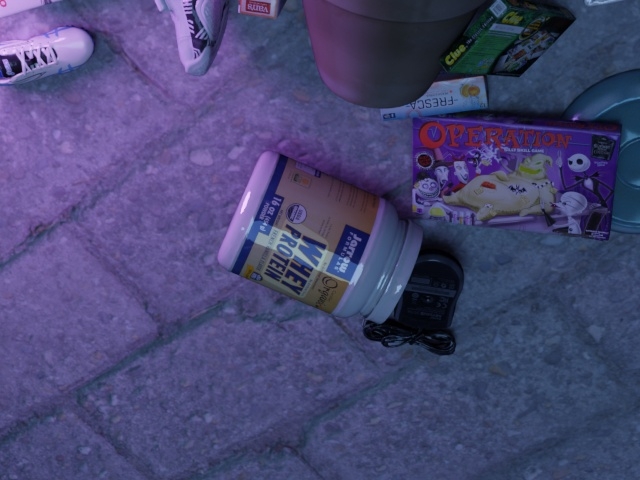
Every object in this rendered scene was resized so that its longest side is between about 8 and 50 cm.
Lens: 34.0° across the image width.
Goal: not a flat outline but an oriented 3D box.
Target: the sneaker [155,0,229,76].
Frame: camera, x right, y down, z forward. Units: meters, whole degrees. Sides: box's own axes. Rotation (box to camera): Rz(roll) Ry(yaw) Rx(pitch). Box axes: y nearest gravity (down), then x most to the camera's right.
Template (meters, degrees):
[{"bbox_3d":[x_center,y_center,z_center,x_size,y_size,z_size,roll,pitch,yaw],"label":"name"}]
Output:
[{"bbox_3d":[-0.260,-0.448,1.673,0.210,0.137,0.366,6,117,7],"label":"sneaker"}]

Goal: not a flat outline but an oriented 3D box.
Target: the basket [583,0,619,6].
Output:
[{"bbox_3d":[0.436,-0.453,1.565,0.113,0.103,0.167,-9,120,15],"label":"basket"}]

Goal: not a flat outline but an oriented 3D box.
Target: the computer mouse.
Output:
[{"bbox_3d":[0.193,0.101,1.980,0.188,0.072,0.272,12,135,-1],"label":"computer mouse"}]

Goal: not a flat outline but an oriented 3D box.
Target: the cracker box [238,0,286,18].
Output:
[{"bbox_3d":[-0.072,-0.478,1.605,0.067,0.156,0.232,10,122,4],"label":"cracker box"}]

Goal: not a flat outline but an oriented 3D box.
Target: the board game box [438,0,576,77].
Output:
[{"bbox_3d":[0.292,-0.309,1.607,0.136,0.259,0.030,-43,72,30],"label":"board game box"}]

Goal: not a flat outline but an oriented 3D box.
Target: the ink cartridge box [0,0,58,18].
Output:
[{"bbox_3d":[-0.460,-0.469,1.718,0.203,0.086,0.148,-11,119,17],"label":"ink cartridge box"}]

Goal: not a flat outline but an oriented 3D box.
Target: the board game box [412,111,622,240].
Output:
[{"bbox_3d":[0.330,-0.115,1.799,0.347,0.056,0.208,7,119,17],"label":"board game box"}]

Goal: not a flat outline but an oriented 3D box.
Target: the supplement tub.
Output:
[{"bbox_3d":[0.000,0.000,1.849,0.316,0.228,0.228,23,123,-5],"label":"supplement tub"}]

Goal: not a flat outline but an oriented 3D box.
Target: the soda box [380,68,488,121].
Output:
[{"bbox_3d":[0.190,-0.249,1.761,0.183,0.058,0.063,-5,121,14],"label":"soda box"}]

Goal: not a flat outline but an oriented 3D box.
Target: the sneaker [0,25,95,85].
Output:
[{"bbox_3d":[-0.505,-0.315,1.824,0.237,0.086,0.085,-10,118,14],"label":"sneaker"}]

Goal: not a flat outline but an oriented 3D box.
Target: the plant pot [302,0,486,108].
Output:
[{"bbox_3d":[0.103,-0.364,1.586,0.323,0.323,0.280,10,139,3],"label":"plant pot"}]

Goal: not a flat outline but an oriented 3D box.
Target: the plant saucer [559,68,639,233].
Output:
[{"bbox_3d":[0.551,-0.138,1.780,0.317,0.044,0.317,5,122,8],"label":"plant saucer"}]
